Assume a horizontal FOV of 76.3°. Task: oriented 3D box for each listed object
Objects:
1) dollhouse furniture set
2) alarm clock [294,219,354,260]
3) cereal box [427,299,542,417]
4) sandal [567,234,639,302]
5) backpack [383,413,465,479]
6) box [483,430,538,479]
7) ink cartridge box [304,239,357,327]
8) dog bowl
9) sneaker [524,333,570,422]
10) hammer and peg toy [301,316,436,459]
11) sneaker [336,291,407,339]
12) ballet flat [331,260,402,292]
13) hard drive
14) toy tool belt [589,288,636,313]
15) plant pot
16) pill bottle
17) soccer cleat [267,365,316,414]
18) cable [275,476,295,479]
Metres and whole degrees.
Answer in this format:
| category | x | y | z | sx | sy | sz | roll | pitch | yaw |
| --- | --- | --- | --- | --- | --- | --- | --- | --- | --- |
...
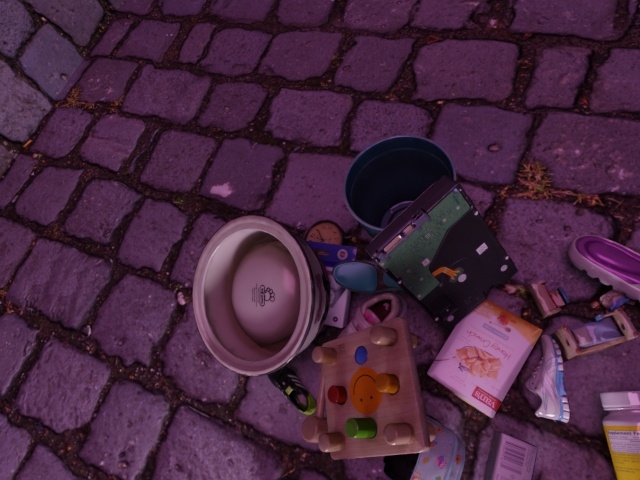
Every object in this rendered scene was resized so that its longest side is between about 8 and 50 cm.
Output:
| category | x | y | z | sx | sy | sz | roll | pitch | yaw |
| --- | --- | --- | --- | --- | --- | --- | --- | --- | --- |
| dollhouse furniture set | 0.587 | 0.162 | 0.935 | 0.129 | 0.129 | 0.184 | -20 | 63 | 8 |
| alarm clock | 0.000 | 0.000 | 1.224 | 0.192 | 0.064 | 0.129 | 26 | 81 | 27 |
| cereal box | 0.396 | 0.275 | 0.990 | 0.173 | 0.047 | 0.240 | 30 | 78 | 27 |
| sandal | 0.778 | 0.083 | 0.896 | 0.416 | 0.102 | 0.169 | 23 | 49 | 26 |
| backpack | 0.225 | 0.468 | 0.880 | 0.144 | 0.188 | 0.166 | 25 | 74 | 8 |
| box | 0.393 | 0.477 | 0.852 | 0.072 | 0.137 | 0.126 | 15 | 72 | 21 |
| ink cartridge box | -0.018 | 0.114 | 1.147 | 0.223 | 0.045 | 0.224 | 7 | 89 | 22 |
| dog bowl | -0.151 | 0.142 | 1.096 | 0.407 | 0.150 | 0.409 | -3 | 83 | 32 |
| sneaker | 0.510 | 0.310 | 0.931 | 0.082 | 0.071 | 0.191 | -5 | 65 | 21 |
| hammer and peg toy | 0.064 | 0.333 | 0.902 | 0.361 | 0.127 | 0.266 | -30 | 53 | 40 |
| sneaker | 0.119 | 0.222 | 1.064 | 0.103 | 0.111 | 0.252 | 38 | 82 | 27 |
| ballet flat | 0.155 | 0.096 | 1.063 | 0.247 | 0.087 | 0.083 | 1 | 88 | 11 |
| hard drive | 0.287 | 0.044 | 0.936 | 0.237 | 0.339 | 0.064 | -44 | 34 | 7 |
| toy tool belt | 0.686 | 0.149 | 0.955 | 0.083 | 0.052 | 0.051 | -33 | 53 | 2 |
| plant pot | 0.222 | -0.094 | 1.088 | 0.271 | 0.255 | 0.272 | -8 | 64 | 16 |
| pill bottle | 0.645 | 0.413 | 0.813 | 0.119 | 0.119 | 0.209 | -7 | 65 | 14 |
| soccer cleat | -0.081 | 0.386 | 1.076 | 0.179 | 0.072 | 0.060 | 36 | 81 | 27 |
| cable | -0.078 | 0.673 | 0.971 | 0.150 | 0.047 | 0.185 | -29 | 59 | -2 |
